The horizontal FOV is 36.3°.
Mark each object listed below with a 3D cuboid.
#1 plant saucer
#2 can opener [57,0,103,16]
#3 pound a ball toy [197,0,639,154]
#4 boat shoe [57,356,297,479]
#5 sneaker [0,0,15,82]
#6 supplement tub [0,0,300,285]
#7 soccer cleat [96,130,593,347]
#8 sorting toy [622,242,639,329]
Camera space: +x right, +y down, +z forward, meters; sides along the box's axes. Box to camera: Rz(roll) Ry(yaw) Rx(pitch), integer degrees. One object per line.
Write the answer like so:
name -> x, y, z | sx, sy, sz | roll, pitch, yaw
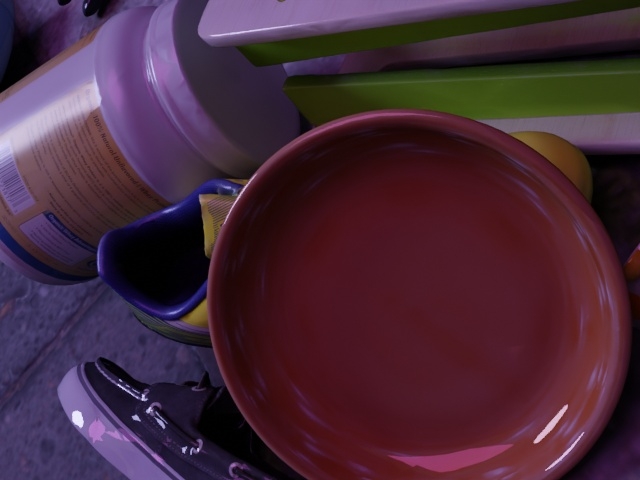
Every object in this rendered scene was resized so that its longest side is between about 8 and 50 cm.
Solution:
plant saucer -> 0.044, 0.035, 0.466 | 0.200, 0.037, 0.200 | 4, 106, 15
can opener -> -0.187, -0.290, 0.890 | 0.059, 0.073, 0.186 | 16, 79, 4
pound a ball toy -> 0.081, -0.152, 0.479 | 0.319, 0.208, 0.136 | 2, 60, 41
boat shoe -> -0.066, 0.116, 0.555 | 0.228, 0.080, 0.076 | 31, 83, 43
sneaker -> -0.435, -0.188, 0.996 | 0.366, 0.135, 0.150 | 5, 63, 32
supplement tub -> -0.128, -0.066, 0.652 | 0.200, 0.144, 0.144 | -24, 55, 29
soccer cleat -> 0.000, 0.001, 0.527 | 0.289, 0.121, 0.093 | -15, 59, 33
sorting toy -> 0.181, 0.017, 0.433 | 0.075, 0.045, 0.083 | 40, 96, 25
